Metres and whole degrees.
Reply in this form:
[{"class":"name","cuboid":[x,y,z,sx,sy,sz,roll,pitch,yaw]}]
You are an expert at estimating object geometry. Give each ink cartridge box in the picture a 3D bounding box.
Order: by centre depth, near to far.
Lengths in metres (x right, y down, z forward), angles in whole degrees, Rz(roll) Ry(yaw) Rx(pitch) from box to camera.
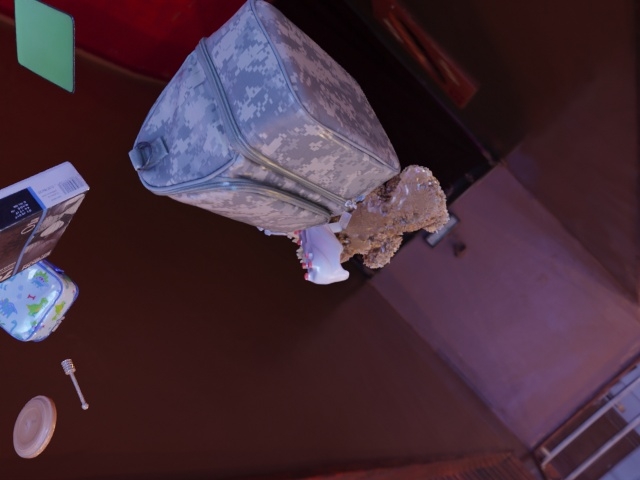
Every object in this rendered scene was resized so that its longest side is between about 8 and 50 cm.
[{"class":"ink cartridge box","cuboid":[-0.517,0.000,1.070,0.165,0.065,0.332,-39,-178,-43]}]

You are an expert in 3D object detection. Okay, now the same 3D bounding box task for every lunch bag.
[{"class":"lunch bag","cuboid":[-0.072,-0.129,0.871,0.256,0.213,0.305,-32,156,22]},{"class":"lunch bag","cuboid":[-0.673,0.111,1.439,0.176,0.219,0.090,-56,168,-3]}]

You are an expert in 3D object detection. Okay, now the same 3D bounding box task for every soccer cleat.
[{"class":"soccer cleat","cuboid":[0.000,0.000,1.131,0.068,0.076,0.196,110,-23,-44]}]

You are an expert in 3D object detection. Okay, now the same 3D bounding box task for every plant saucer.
[{"class":"plant saucer","cuboid":[-0.396,0.255,0.873,0.083,0.083,0.013,-44,141,10]}]

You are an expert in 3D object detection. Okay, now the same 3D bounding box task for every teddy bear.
[{"class":"teddy bear","cuboid":[0.082,-0.050,1.269,0.338,0.245,0.113,-40,-171,21]}]

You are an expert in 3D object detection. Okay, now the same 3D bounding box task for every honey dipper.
[{"class":"honey dipper","cuboid":[-0.716,0.423,1.861,0.030,0.161,0.030,-29,160,-12]}]

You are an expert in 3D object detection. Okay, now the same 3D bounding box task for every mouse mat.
[{"class":"mouse mat","cuboid":[-0.536,-0.385,1.229,0.007,0.189,0.153,-28,140,-48]}]
